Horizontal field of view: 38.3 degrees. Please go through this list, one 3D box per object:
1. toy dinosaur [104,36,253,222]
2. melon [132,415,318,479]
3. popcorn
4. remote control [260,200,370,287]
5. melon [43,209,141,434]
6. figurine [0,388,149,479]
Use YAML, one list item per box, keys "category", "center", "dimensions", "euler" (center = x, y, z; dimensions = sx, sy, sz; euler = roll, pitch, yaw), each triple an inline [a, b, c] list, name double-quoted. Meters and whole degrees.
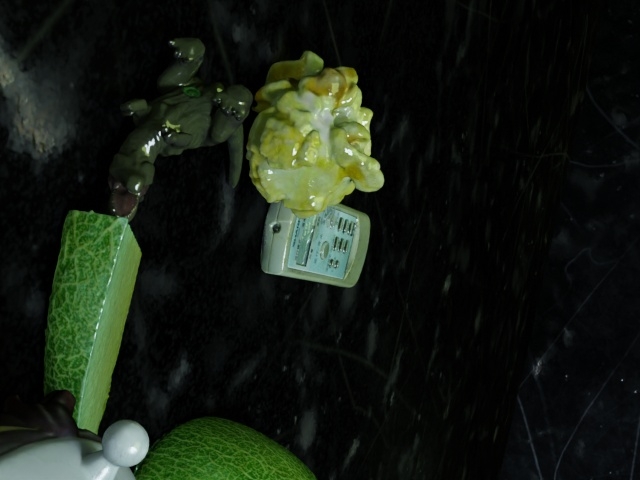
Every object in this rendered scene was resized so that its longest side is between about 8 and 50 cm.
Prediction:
- category: "toy dinosaur"
  center: [-0.129, -0.078, 0.771]
  dimensions: [0.187, 0.087, 0.179]
  euler: [-39, 174, -34]
- category: "melon"
  center: [-0.086, 0.267, 0.834]
  dimensions: [0.129, 0.169, 0.265]
  euler: [75, 33, -43]
- category: "popcorn"
  center: [-0.013, -0.096, 0.907]
  dimensions: [0.141, 0.162, 0.135]
  euler: [-43, 180, -18]
- category: "remote control"
  center: [0.000, 0.000, 1.068]
  dimensions: [0.233, 0.038, 0.098]
  euler: [16, 85, -65]
- category: "melon"
  center: [-0.180, 0.097, 0.726]
  dimensions: [0.114, 0.053, 0.261]
  euler: [-59, 159, -75]
- category: "figurine"
  center: [-0.218, 0.261, 0.553]
  dimensions: [0.281, 0.167, 0.370]
  euler: [27, 85, -61]
